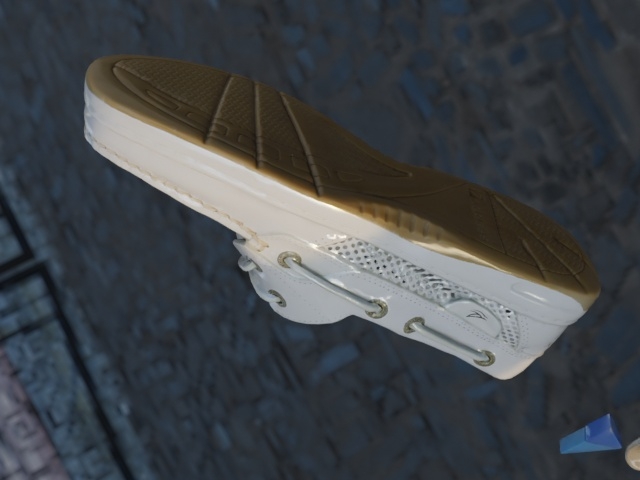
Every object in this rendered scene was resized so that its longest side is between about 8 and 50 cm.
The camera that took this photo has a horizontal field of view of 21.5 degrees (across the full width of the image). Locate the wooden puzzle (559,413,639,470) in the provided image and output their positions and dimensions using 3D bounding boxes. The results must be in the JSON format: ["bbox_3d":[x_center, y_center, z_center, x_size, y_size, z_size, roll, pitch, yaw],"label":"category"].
[{"bbox_3d":[0.150,0.066,0.586,0.078,0.116,0.014,127,149,-59],"label":"wooden puzzle"}]

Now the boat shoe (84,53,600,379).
[{"bbox_3d":[0.000,0.000,0.830,0.096,0.277,0.098,-59,14,27],"label":"boat shoe"}]
